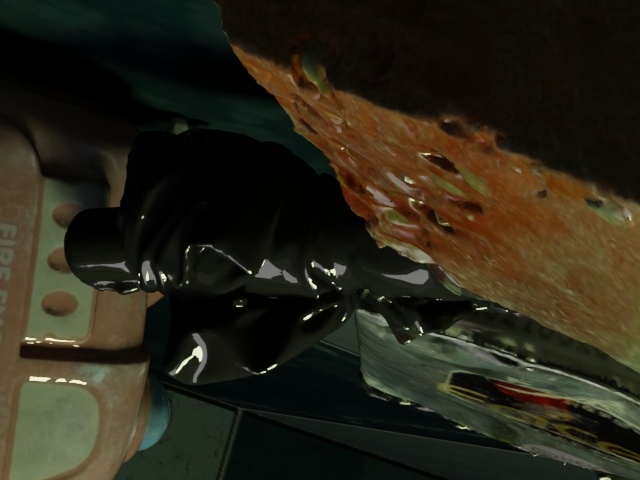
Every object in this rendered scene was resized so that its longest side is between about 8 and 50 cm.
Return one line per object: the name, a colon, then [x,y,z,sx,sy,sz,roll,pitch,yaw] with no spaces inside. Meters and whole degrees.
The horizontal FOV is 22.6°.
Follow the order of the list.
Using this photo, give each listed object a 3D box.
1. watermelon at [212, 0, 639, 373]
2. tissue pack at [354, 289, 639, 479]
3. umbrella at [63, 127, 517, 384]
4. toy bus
watermelon: [0.064,-0.048,0.611,0.256,0.140,0.193,21,163,15]
tissue pack: [0.153,0.066,0.991,0.259,0.122,0.361,18,171,4]
umbrella: [0.001,0.001,0.785,0.272,0.122,0.110,-4,-156,19]
toy bus: [-0.192,0.038,0.915,0.232,0.294,0.197,6,-174,-17]
